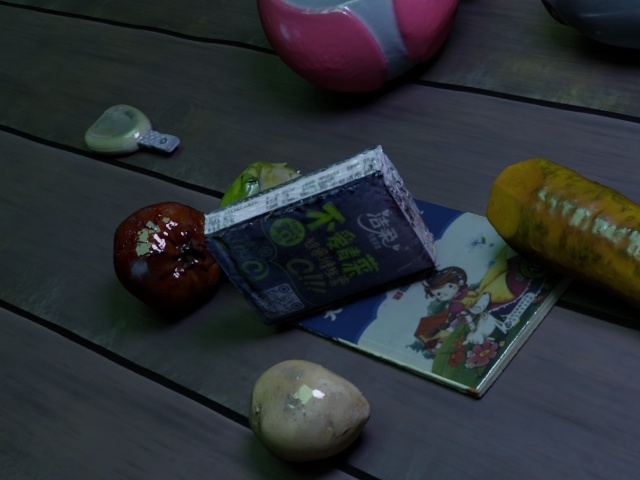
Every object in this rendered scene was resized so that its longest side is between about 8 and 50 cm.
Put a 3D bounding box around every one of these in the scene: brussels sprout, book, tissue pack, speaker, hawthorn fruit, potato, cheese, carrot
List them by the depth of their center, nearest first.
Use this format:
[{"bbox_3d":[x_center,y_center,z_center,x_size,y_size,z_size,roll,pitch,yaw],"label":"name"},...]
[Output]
[{"bbox_3d":[0.308,0.003,1.542,0.114,0.114,0.302,-44,46,-16],"label":"carrot"},{"bbox_3d":[-0.018,0.191,1.578,0.147,0.112,0.112,-2,45,44],"label":"potato"},{"bbox_3d":[0.000,0.000,1.694,0.236,0.173,0.073,-21,40,17],"label":"tissue pack"},{"bbox_3d":[0.131,0.054,1.699,0.322,0.018,0.228,17,58,45],"label":"book"},{"bbox_3d":[-0.064,-0.022,1.836,0.122,0.152,0.149,-43,55,35],"label":"brussels sprout"},{"bbox_3d":[-0.208,0.018,1.879,0.148,0.148,0.172,-48,24,-21],"label":"hawthorn fruit"},{"bbox_3d":[0.062,-0.356,2.005,0.294,0.294,0.294,-19,39,16],"label":"speaker"},{"bbox_3d":[-0.283,-0.162,2.214,0.192,0.037,0.097,16,59,44],"label":"cheese"}]

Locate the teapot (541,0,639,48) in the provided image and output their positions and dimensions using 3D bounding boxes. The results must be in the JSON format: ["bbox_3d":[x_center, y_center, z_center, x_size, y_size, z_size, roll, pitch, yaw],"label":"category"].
[{"bbox_3d":[0.443,-0.361,1.819,0.312,0.233,0.315,1,19,43],"label":"teapot"}]
